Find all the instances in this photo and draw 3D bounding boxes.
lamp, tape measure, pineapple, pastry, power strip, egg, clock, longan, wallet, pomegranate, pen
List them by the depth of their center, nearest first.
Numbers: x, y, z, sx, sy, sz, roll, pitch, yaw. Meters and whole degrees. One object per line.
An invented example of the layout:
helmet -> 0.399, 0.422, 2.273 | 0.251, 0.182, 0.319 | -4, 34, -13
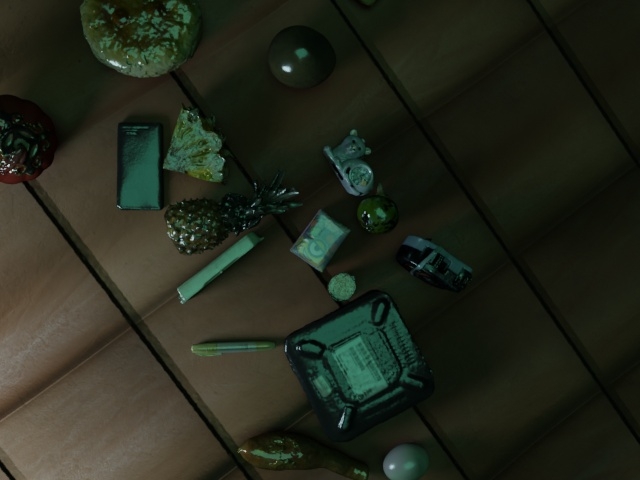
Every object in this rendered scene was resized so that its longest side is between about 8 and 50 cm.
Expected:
lamp -> -0.786, -0.254, 1.396 | 0.227, 0.227, 0.226 | 0, 90, -6
pastry -> -0.479, -0.583, 1.469 | 0.330, 0.136, 0.329 | 0, 90, -8
pineapple -> -0.229, -0.073, 1.487 | 0.365, 0.165, 0.165 | -19, 92, -8
pineapple -> -0.343, -0.247, 1.498 | 0.186, 0.114, 0.236 | -24, 95, -6
longan -> -0.051, -0.502, 1.512 | 0.187, 0.167, 0.167 | 1, 90, -28
power strip -> -0.276, 0.069, 1.519 | 0.286, 0.080, 0.048 | -38, 92, -6
wallet -> -0.498, -0.205, 1.522 | 0.124, 0.025, 0.244 | 0, 89, -7
tape measure -> 0.304, 0.060, 1.534 | 0.181, 0.182, 0.107 | 37, 83, -16
pen -> -0.244, 0.304, 1.547 | 0.234, 0.032, 0.040 | 0, 113, -7
pomegranate -> 0.166, -0.090, 1.560 | 0.122, 0.122, 0.161 | 16, 61, -6
clock -> 0.100, -0.217, 1.562 | 0.117, 0.080, 0.176 | -32, 92, -6
egg -> 0.244, 0.632, 1.563 | 0.135, 0.103, 0.103 | -23, 92, -3

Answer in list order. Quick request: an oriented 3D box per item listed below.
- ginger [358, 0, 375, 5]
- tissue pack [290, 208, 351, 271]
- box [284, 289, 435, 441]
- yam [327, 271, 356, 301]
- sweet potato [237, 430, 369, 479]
ginger -> 0.149, -0.761, 1.571 | 0.193, 0.115, 0.122 | -49, 116, -12
tissue pack -> 0.000, 0.000, 1.560 | 0.109, 0.060, 0.148 | 36, 87, -6
box -> 0.113, 0.356, 1.557 | 0.350, 0.091, 0.359 | -29, 91, -6
yam -> 0.056, 0.129, 1.534 | 0.084, 0.127, 0.084 | 0, 86, -4
sweet potato -> -0.039, 0.598, 1.538 | 0.386, 0.109, 0.109 | 13, 88, -12
